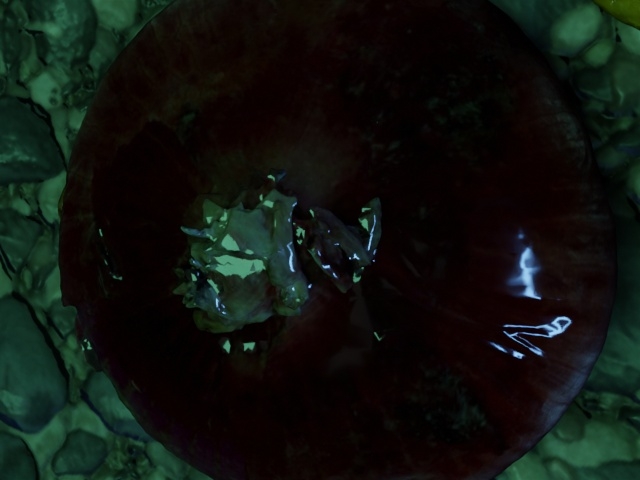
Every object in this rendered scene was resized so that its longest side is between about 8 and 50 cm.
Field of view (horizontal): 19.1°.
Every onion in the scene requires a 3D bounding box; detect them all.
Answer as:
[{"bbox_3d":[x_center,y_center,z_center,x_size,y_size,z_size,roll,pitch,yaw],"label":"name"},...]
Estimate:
[{"bbox_3d":[0.000,0.000,1.117,0.347,0.285,0.347,1,95,15],"label":"onion"}]

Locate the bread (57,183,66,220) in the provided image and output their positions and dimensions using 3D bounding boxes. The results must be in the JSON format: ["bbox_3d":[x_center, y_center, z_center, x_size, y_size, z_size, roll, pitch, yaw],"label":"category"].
[{"bbox_3d":[-0.134,-0.017,1.298,0.085,0.053,0.085,0,91,30],"label":"bread"}]

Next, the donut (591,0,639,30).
[{"bbox_3d":[0.222,-0.234,1.056,0.277,0.108,0.277,5,104,23],"label":"donut"}]
